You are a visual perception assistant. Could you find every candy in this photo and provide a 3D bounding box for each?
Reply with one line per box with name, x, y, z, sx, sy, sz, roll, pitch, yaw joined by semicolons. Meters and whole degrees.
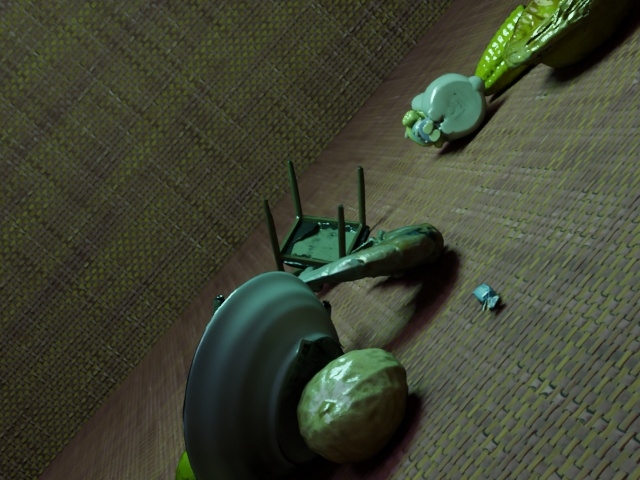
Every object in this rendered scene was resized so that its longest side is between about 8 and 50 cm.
candy;0.362;-0.357;2.045;0.199;0.094;0.106;-49;14;32
candy;0.207;0.072;1.329;0.030;0.020;0.083;-47;10;1

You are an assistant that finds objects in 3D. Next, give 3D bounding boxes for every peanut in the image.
peanut;0.040;0.202;1.299;0.140;0.109;0.159;-41;12;26

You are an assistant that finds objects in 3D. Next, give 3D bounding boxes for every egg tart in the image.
egg tart;0.433;-0.382;1.783;0.295;0.116;0.295;-49;11;13

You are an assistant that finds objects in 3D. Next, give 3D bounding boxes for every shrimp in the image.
shrimp;0.066;0.035;1.656;0.247;0.085;0.360;-17;-1;-9

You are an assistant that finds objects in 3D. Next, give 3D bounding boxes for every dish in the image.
dish;-0.044;0.203;1.396;0.106;0.316;0.316;11;51;33

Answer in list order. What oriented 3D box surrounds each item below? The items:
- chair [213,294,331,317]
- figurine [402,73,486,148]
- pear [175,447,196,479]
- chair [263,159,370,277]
chair;-0.084;0.214;1.674;0.136;0.147;0.270;-17;-60;-48
figurine;0.241;-0.251;2.098;0.155;0.127;0.235;-59;6;-1
pear;-0.165;0.346;1.631;0.131;0.107;0.107;-44;10;-7
chair;0.000;0.000;2.095;0.188;0.166;0.272;-64;-24;-52
